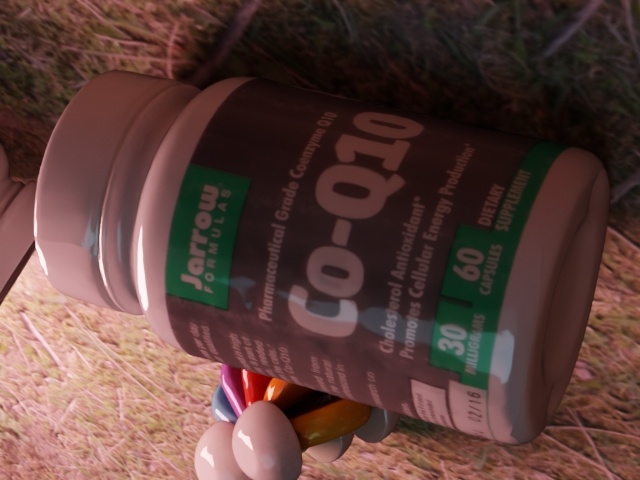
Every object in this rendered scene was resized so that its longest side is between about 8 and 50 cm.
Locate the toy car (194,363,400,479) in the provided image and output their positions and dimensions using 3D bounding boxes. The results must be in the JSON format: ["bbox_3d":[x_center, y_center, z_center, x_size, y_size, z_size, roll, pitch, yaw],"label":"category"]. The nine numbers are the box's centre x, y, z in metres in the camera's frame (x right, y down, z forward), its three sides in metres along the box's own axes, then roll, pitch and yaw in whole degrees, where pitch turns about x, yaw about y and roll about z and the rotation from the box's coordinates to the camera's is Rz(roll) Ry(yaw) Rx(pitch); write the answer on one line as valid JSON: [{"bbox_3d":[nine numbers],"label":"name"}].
[{"bbox_3d":[-0.033,0.142,1.394,0.182,0.159,0.136,-34,79,55],"label":"toy car"}]

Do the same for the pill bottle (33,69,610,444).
[{"bbox_3d":[0.000,0.000,1.090,0.361,0.204,0.204,13,145,20],"label":"pill bottle"}]

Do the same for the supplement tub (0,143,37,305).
[{"bbox_3d":[-0.411,-0.034,1.310,0.331,0.241,0.241,32,147,-7],"label":"supplement tub"}]
